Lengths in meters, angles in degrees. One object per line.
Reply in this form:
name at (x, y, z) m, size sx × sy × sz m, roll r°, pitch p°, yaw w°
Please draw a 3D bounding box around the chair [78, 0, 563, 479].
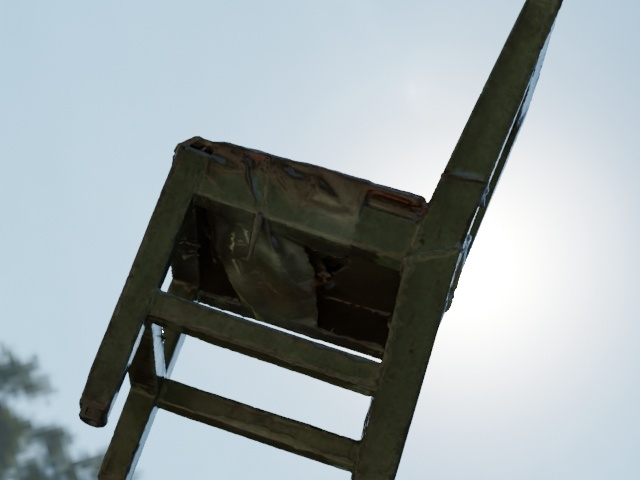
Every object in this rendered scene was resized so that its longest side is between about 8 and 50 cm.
chair at (0.000, 0.000, 0.864) m, size 0.136 × 0.147 × 0.270 m, roll 96°, pitch 13°, yaw -68°
